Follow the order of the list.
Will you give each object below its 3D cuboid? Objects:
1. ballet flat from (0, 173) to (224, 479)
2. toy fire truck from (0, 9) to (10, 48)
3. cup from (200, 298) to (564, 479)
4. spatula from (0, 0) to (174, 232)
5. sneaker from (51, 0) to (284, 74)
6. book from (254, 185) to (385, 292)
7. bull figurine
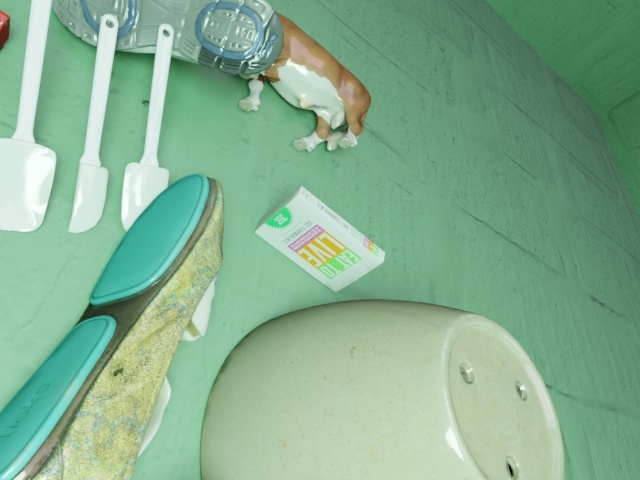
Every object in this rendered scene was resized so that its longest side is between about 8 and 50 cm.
[{"bbox_3d":[-0.159,0.084,0.443,0.123,0.123,0.348,38,43,-19],"label":"ballet flat"},{"bbox_3d":[-0.328,-0.177,0.422,0.047,0.192,0.135,32,74,-24],"label":"toy fire truck"},{"bbox_3d":[0.084,0.190,0.496,0.331,0.237,0.331,24,49,-31],"label":"cup"},{"bbox_3d":[-0.228,-0.123,0.499,0.168,0.019,0.242,8,87,-35],"label":"spatula"},{"bbox_3d":[-0.186,-0.265,0.613,0.297,0.111,0.129,20,12,-1],"label":"sneaker"},{"bbox_3d":[0.000,0.000,0.648,0.144,0.096,0.035,37,44,-20],"label":"book"},{"bbox_3d":[-0.049,-0.262,0.776,0.310,0.101,0.188,28,54,-20],"label":"bull figurine"}]
